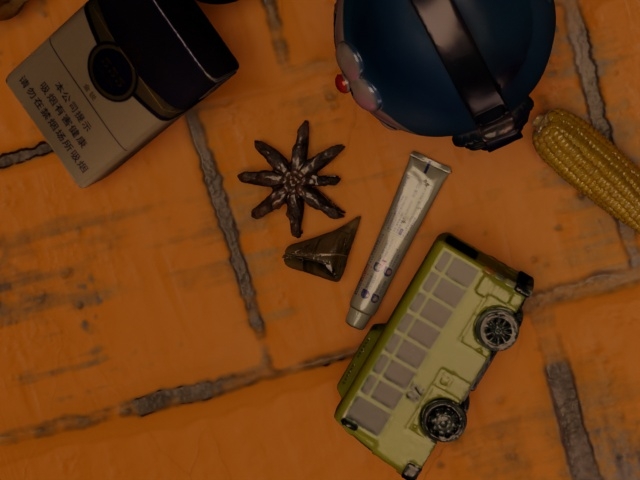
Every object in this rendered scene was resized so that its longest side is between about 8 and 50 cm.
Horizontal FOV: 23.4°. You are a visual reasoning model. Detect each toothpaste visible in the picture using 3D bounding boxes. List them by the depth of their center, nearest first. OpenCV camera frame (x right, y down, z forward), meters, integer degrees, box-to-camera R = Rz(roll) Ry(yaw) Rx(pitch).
[{"bbox_3d":[0.086,0.004,1.808,0.052,0.033,0.218,25,98,4],"label":"toothpaste"}]

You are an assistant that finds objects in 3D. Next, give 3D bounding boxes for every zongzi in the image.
[{"bbox_3d":[0.000,0.000,1.819,0.076,0.040,0.083,17,88,13],"label":"zongzi"}]

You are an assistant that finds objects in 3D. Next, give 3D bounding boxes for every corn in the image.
[{"bbox_3d":[0.322,-0.074,1.742,0.206,0.067,0.067,38,101,0],"label":"corn"}]

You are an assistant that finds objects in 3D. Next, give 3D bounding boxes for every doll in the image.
[{"bbox_3d":[0.126,-0.225,1.630,0.240,0.310,0.284,-27,93,9],"label":"doll"}]

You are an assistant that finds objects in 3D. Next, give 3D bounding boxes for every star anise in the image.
[{"bbox_3d":[-0.033,-0.069,1.810,0.141,0.042,0.141,1,96,10],"label":"star anise"}]

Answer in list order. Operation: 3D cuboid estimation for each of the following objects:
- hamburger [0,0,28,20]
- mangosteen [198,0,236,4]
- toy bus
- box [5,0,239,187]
[{"bbox_3d":[-0.372,-0.419,1.757,0.209,0.162,0.330,-5,92,11],"label":"hamburger"},{"bbox_3d":[-0.128,-0.338,1.756,0.151,0.137,0.137,13,101,42],"label":"mangosteen"},{"bbox_3d":[0.126,0.131,1.769,0.150,0.128,0.262,31,100,4],"label":"toy bus"},{"bbox_3d":[-0.228,-0.191,1.760,0.259,0.071,0.168,-35,91,38],"label":"box"}]
